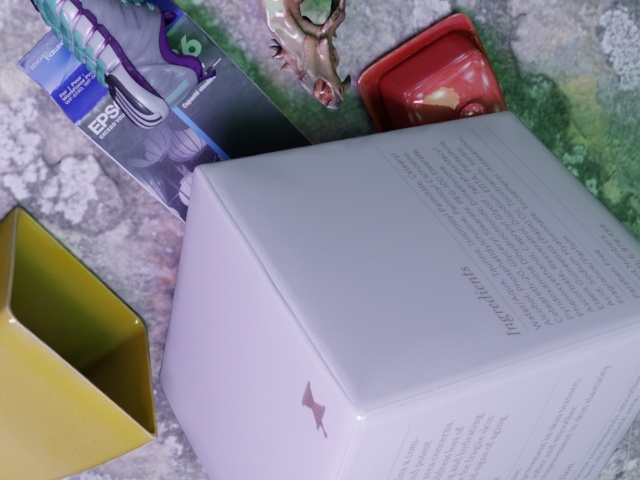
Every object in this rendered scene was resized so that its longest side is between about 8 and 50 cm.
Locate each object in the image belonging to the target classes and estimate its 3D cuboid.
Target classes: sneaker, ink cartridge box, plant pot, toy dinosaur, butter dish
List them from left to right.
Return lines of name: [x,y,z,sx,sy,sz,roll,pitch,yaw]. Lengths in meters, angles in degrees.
plant pot: [-0.315,0.133,1.115,0.187,0.212,0.212,-36,121,9]
sneaker: [-0.204,-0.218,1.050,0.098,0.083,0.223,-40,91,-17]
ink cartridge box: [-0.143,-0.125,1.149,0.165,0.065,0.333,-46,119,2]
toy dinosaur: [-0.021,-0.296,1.073,0.200,0.127,0.295,23,85,-39]
butter dish: [0.150,-0.152,1.225,0.160,0.118,0.160,-34,119,-7]

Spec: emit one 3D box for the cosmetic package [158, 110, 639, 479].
cosmetic package: [0.089,0.109,1.104,0.394,0.327,0.329,-12,139,-28]
